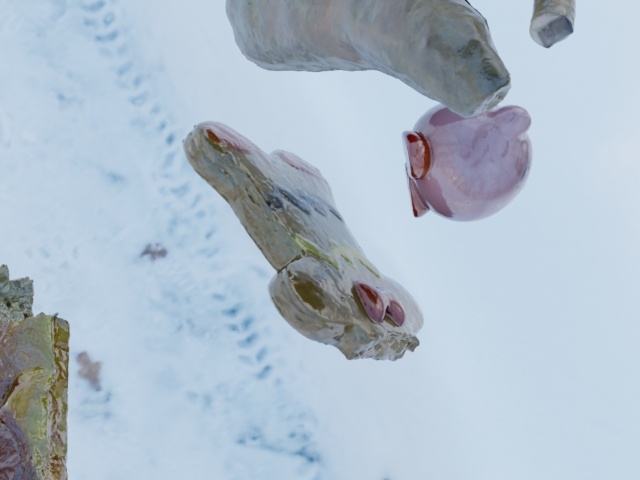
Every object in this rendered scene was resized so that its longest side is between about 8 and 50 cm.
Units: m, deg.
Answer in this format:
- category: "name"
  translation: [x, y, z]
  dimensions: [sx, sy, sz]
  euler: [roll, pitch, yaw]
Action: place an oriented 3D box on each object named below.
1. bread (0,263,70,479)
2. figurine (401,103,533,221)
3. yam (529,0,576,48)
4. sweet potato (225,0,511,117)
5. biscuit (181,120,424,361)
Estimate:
- category: "bread"
  translation: [-0.399, 0.211, 1.364]
  dimensions: [0.109, 0.185, 0.381]
  euler: [21, 56, -46]
- category: "figurine"
  translation: [0.195, -0.106, 1.401]
  dimensions: [0.173, 0.173, 0.173]
  euler: [10, 71, -29]
- category: "yam"
  translation: [0.264, -0.316, 1.147]
  dimensions: [0.045, 0.045, 0.327]
  euler: [23, 48, -4]
- category: "sweet potato"
  translation: [0.018, -0.120, 0.589]
  dimensions: [0.075, 0.273, 0.075]
  euler: [-8, 108, -27]
- category: "biscuit"
  translation: [0.000, 0.000, 1.530]
  dimensions: [0.368, 0.076, 0.394]
  euler: [17, 35, -56]
